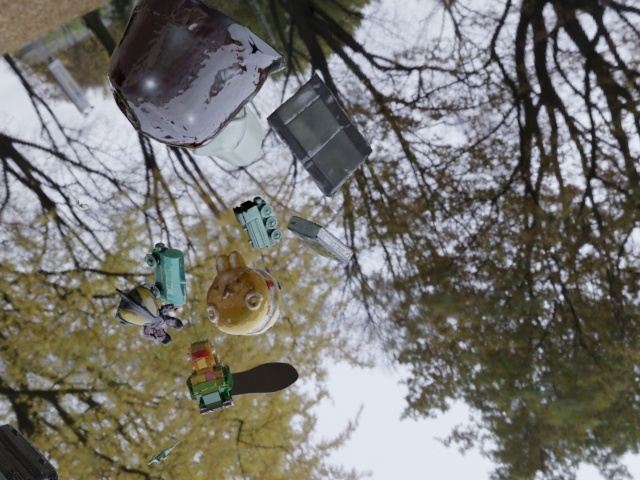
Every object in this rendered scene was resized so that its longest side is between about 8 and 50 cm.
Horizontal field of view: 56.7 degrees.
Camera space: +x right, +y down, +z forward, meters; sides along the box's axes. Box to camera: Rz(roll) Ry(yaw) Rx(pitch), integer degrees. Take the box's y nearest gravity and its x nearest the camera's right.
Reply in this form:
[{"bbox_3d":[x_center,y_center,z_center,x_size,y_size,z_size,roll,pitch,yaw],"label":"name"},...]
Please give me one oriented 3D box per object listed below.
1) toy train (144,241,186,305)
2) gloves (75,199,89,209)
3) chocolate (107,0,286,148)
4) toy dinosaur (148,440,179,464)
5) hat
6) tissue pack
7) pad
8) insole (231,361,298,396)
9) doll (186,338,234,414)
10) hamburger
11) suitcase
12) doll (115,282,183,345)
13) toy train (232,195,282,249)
[{"bbox_3d":[-0.561,0.130,2.202,0.159,0.248,0.101,16,-150,27],"label":"toy train"},{"bbox_3d":[-0.954,-0.139,2.379,0.044,0.081,0.037,-2,-107,21],"label":"gloves"},{"bbox_3d":[-0.326,-0.391,1.458,0.384,0.384,0.331,30,-84,53],"label":"chocolate"},{"bbox_3d":[-0.400,0.544,1.507,0.062,0.021,0.083,-28,-177,37],"label":"toy dinosaur"},{"bbox_3d":[-0.305,-0.324,1.938,0.258,0.301,0.168,-32,-126,12],"label":"hat"},{"bbox_3d":[0.000,0.000,2.292,0.173,0.235,0.073,19,-104,44],"label":"tissue pack"},{"bbox_3d":[0.006,-0.234,1.327,0.174,0.233,0.022,-46,-157,-18],"label":"pad"},{"bbox_3d":[-0.200,0.435,1.847,0.328,0.007,0.111,-1,-139,-40],"label":"insole"},{"bbox_3d":[-0.268,0.327,1.430,0.106,0.186,0.134,-15,-168,-3],"label":"doll"},{"bbox_3d":[-0.290,0.196,2.174,0.261,0.186,0.302,-6,-107,22],"label":"hamburger"},{"bbox_3d":[-0.831,0.653,1.598,0.312,0.202,0.128,25,-163,31],"label":"suitcase"},{"bbox_3d":[-0.495,0.208,1.707,0.088,0.248,0.127,-5,-132,27],"label":"doll"},{"bbox_3d":[-0.183,-0.047,1.749,0.111,0.170,0.071,-30,-143,-18],"label":"toy train"}]
